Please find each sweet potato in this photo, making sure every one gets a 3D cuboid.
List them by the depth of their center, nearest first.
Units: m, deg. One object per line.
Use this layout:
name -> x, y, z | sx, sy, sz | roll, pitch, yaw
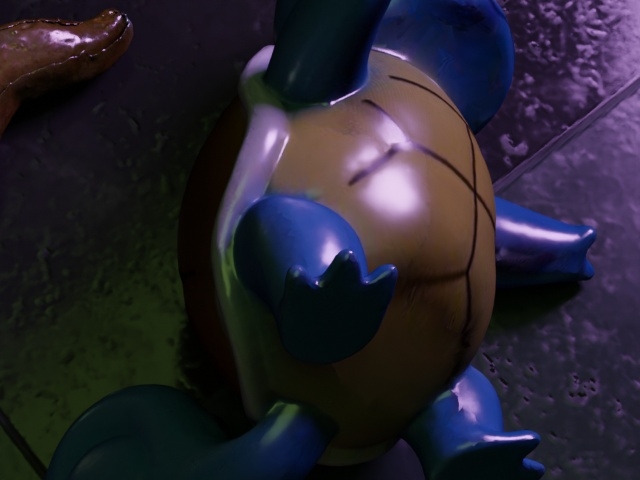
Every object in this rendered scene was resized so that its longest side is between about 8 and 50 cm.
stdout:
sweet potato -> -0.204, -0.063, 1.043 | 0.081, 0.062, 0.233 | 38, 66, -6

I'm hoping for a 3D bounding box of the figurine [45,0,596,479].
figurine -> 0.023, 0.009, 0.964 | 0.298, 0.243, 0.416 | 41, 67, -35
